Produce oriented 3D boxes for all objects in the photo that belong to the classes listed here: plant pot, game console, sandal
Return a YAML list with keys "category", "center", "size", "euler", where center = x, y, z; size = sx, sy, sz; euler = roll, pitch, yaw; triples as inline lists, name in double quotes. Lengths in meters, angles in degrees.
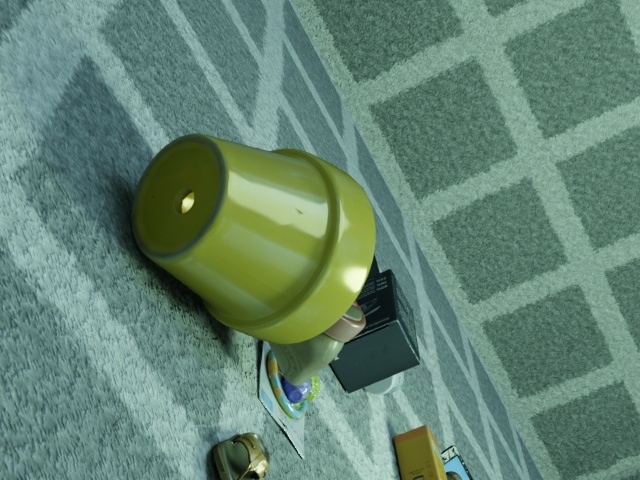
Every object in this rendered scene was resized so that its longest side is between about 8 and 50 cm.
- category: "plant pot"
  center: [-0.098, -0.016, 1.322]
  size: [0.239, 0.254, 0.254]
  euler: [26, 39, -48]
- category: "game console"
  center: [0.295, 0.538, 2.324]
  size: [0.122, 0.107, 0.071]
  euler: [63, -16, -16]
- category: "sandal"
  center: [-0.084, 0.261, 1.243]
  size: [0.072, 0.049, 0.180]
  euler: [66, 12, 3]

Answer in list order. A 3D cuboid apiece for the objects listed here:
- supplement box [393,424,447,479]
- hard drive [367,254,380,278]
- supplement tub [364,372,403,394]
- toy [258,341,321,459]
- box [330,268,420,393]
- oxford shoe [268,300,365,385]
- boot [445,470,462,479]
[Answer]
- category: "supplement box"
  center: [0.204, 0.474, 2.026]
  size: [0.233, 0.078, 0.080]
  euler: [-97, 162, -54]
- category: "hard drive"
  center: [0.087, 0.052, 2.415]
  size: [0.172, 0.054, 0.254]
  euler: [58, 14, -32]
- category: "supplement tub"
  center: [0.124, 0.273, 2.090]
  size: [0.071, 0.071, 0.107]
  euler: [68, 12, 11]
- category: "toy"
  center: [-0.037, 0.195, 1.571]
  size: [0.137, 0.056, 0.237]
  euler: [57, 14, -29]
- category: "box"
  center: [0.093, 0.168, 1.965]
  size: [0.108, 0.153, 0.207]
  euler: [61, 13, -24]
- category: "oxford shoe"
  center: [-0.084, 0.050, 1.535]
  size: [0.140, 0.146, 0.397]
  euler: [28, 16, -36]
- category: "boot"
  center: [0.259, 0.582, 2.121]
  size: [0.106, 0.082, 0.219]
  euler: [8, 59, -50]
